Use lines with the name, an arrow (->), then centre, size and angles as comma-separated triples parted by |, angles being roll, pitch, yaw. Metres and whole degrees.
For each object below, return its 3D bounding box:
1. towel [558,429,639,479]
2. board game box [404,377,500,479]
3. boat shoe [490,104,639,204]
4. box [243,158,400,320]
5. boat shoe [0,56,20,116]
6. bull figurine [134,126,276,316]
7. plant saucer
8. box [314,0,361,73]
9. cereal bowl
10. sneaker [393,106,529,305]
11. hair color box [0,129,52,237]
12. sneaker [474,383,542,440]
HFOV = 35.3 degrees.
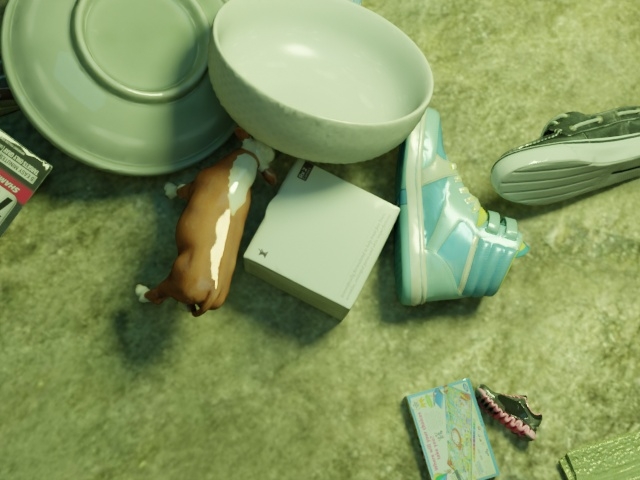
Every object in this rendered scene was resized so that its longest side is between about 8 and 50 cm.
towel -> 0.449, 0.357, 1.544 | 0.148, 0.027, 0.110 | -18, 78, -6
board game box -> 0.201, 0.299, 1.542 | 0.103, 0.026, 0.154 | -15, 78, -7
boat shoe -> 0.401, -0.143, 1.609 | 0.335, 0.121, 0.119 | -10, 60, -25
box -> 0.000, 0.000, 1.552 | 0.182, 0.119, 0.181 | 27, 77, 3
boat shoe -> -0.448, -0.281, 1.587 | 0.342, 0.123, 0.123 | -15, 78, -7
bull figurine -> -0.168, -0.029, 1.507 | 0.101, 0.188, 0.310 | 33, 59, -31
plant saucer -> -0.280, -0.300, 1.550 | 0.401, 0.100, 0.400 | 7, 74, -24
box -> -0.014, -0.384, 1.677 | 0.159, 0.044, 0.233 | 9, 77, -2
cereal bowl -> -0.011, -0.229, 1.510 | 0.339, 0.141, 0.339 | 12, 41, -10
sneaker -> 0.222, -0.055, 1.578 | 0.208, 0.127, 0.319 | 1, 87, -1
hair color box -> -0.589, -0.012, 1.491 | 0.185, 0.114, 0.374 | 38, 77, -20
sneaker -> 0.292, 0.255, 1.552 | 0.119, 0.047, 0.057 | 40, 71, -2
